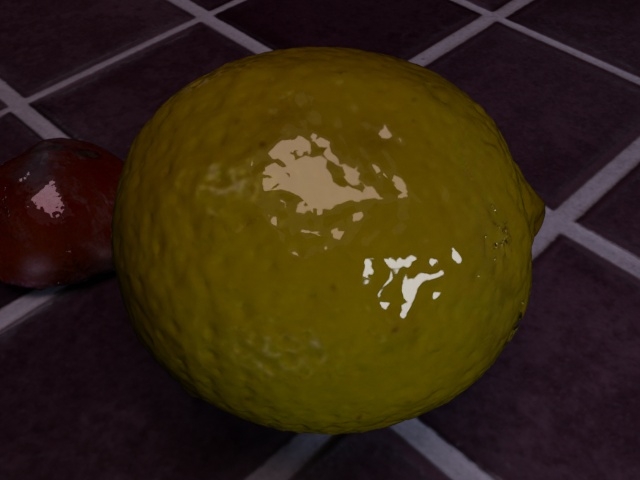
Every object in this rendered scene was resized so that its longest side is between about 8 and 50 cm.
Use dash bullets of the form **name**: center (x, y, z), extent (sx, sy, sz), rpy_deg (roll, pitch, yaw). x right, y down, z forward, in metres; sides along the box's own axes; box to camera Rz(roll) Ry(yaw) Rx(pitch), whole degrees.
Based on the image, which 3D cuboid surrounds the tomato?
- **tomato**: center (-0.267, -0.043, 0.802), extent (0.189, 0.099, 0.173), rpy_deg (-21, 48, -21)

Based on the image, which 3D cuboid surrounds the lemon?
- **lemon**: center (0.002, 0.000, 0.624), extent (0.336, 0.336, 0.336), rpy_deg (0, 46, 0)
